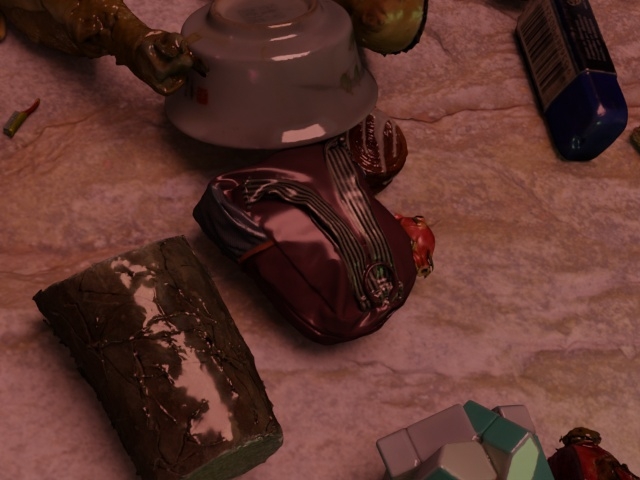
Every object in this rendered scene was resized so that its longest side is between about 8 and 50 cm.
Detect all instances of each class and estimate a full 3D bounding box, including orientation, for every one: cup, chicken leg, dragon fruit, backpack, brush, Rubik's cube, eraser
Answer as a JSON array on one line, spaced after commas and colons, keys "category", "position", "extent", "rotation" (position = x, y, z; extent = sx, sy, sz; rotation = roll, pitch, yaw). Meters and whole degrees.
[{"category": "cup", "position": [-0.081, -0.297, 1.659], "extent": [0.347, 0.163, 0.347], "rotation": [-1, 36, 1]}, {"category": "chicken leg", "position": [-0.341, -0.335, 1.611], "extent": [0.429, 0.201, 0.153], "rotation": [33, 73, 29]}, {"category": "dragon fruit", "position": [0.391, 0.416, 1.513], "extent": [0.147, 0.211, 0.282], "rotation": [13, 82, -8]}, {"category": "backpack", "position": [0.000, 0.000, 1.587], "extent": [0.283, 0.197, 0.317], "rotation": [-32, 77, -36]}, {"category": "brush", "position": [-0.459, -0.193, 1.618], "extent": [0.021, 0.019, 0.083], "rotation": [26, 55, 5]}, {"category": "Rubik's cube", "position": [0.196, 0.344, 1.432], "extent": [0.213, 0.265, 0.224], "rotation": [6, 55, -39]}, {"category": "dragon fruit", "position": [0.148, 0.009, 1.710], "extent": [0.081, 0.086, 0.116], "rotation": [-10, 37, -14]}, {"category": "eraser", "position": [0.481, -0.329, 2.021], "extent": [0.101, 0.155, 0.332], "rotation": [0, 61, -25]}]

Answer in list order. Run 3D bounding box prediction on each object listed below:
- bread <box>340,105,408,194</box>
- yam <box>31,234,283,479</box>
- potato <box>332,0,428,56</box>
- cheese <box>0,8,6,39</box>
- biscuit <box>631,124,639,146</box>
[{"category": "bread", "position": [0.068, -0.159, 1.791], "extent": [0.160, 0.073, 0.161], "rotation": [10, 57, -16]}, {"category": "yam", "position": [-0.208, 0.163, 1.384], "extent": [0.241, 0.241, 0.348], "rotation": [-24, 75, -33]}, {"category": "potato", "position": [-0.031, -0.462, 1.829], "extent": [0.295, 0.290, 0.397], "rotation": [-12, 60, -18]}, {"category": "cheese", "position": [-0.550, -0.389, 1.688], "extent": [0.086, 0.036, 0.163], "rotation": [1, 61, -24]}, {"category": "biscuit", "position": [0.689, -0.172, 2.069], "extent": [0.082, 0.070, 0.168], "rotation": [-29, 72, -38]}]
